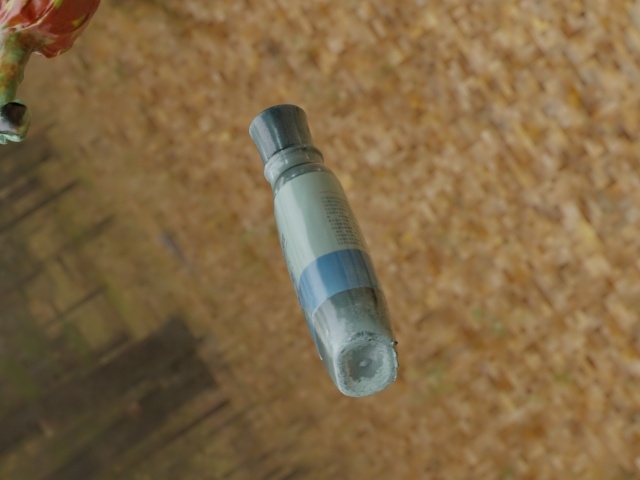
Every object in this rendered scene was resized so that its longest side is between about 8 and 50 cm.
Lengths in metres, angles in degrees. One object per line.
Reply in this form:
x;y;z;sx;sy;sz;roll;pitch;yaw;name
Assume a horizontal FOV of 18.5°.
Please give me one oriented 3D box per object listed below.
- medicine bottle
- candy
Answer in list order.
0.000;0.000;1.297;0.090;0.053;0.208;78;172;-55;medicine bottle
-0.188;-0.069;1.116;0.084;0.288;0.078;22;151;-19;candy
